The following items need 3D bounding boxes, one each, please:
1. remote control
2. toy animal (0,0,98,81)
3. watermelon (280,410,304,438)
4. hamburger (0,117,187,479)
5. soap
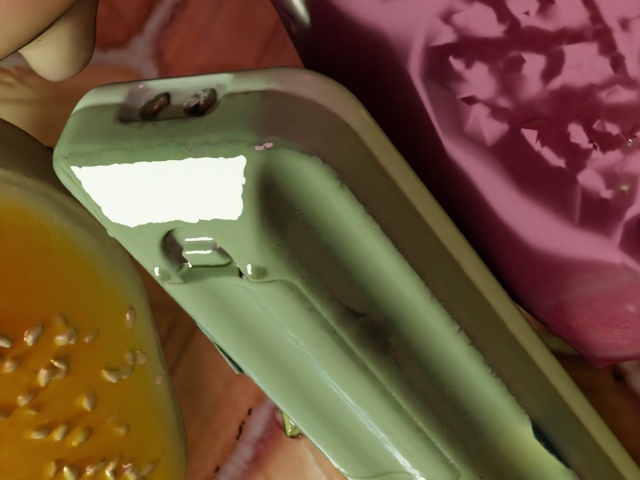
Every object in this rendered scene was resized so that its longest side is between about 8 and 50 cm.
[{"bbox_3d":[0.028,0.056,0.792,0.128,0.065,0.335,-4,142,35],"label":"remote control"},{"bbox_3d":[-0.156,-0.166,0.722,0.237,0.326,0.269,-16,135,13],"label":"toy animal"},{"bbox_3d":[0.012,-0.004,0.872,0.069,0.087,0.163,-2,125,-10],"label":"watermelon"},{"bbox_3d":[-0.178,0.075,0.883,0.227,0.151,0.295,-12,129,3],"label":"hamburger"},{"bbox_3d":[0.093,-0.117,0.759,0.220,0.127,0.325,-20,101,26],"label":"soap"}]
